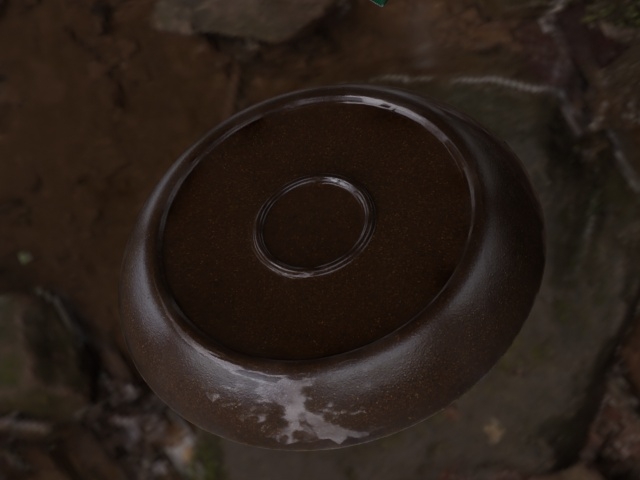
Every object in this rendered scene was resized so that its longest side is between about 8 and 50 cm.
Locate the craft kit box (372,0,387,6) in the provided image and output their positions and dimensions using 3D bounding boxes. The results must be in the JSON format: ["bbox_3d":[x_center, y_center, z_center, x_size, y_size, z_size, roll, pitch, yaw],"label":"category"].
[{"bbox_3d":[-0.027,-0.254,0.712,0.247,0.061,0.250,34,141,5],"label":"craft kit box"}]

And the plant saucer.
[{"bbox_3d":[0.000,0.000,1.178,0.311,0.310,0.050,20,153,27],"label":"plant saucer"}]
